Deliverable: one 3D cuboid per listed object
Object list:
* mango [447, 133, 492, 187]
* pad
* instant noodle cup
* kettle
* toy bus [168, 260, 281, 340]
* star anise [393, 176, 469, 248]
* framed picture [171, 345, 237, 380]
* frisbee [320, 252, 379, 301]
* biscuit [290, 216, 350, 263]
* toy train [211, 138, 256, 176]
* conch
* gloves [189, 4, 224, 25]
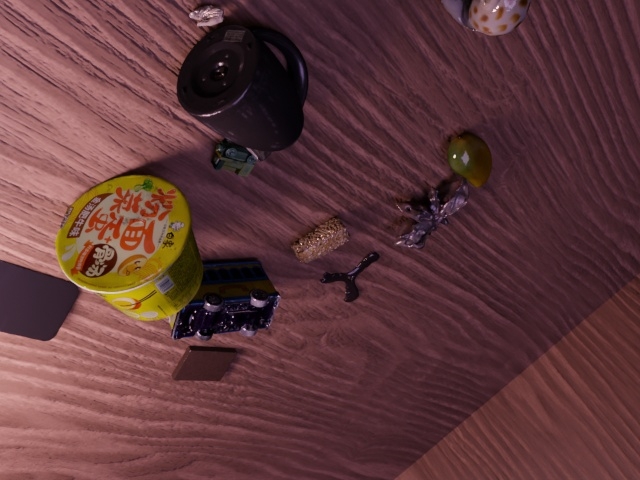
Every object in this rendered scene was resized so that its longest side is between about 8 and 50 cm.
[{"bbox_3d":[0.436,-0.238,2.063,0.191,0.085,0.122,28,82,-47],"label":"mango"},{"bbox_3d":[-0.762,0.205,1.704,0.323,0.055,0.250,-47,138,14],"label":"pad"},{"bbox_3d":[-0.412,0.032,1.617,0.311,0.311,0.221,-28,149,-9],"label":"instant noodle cup"},{"bbox_3d":[-0.127,-0.324,1.536,0.290,0.207,0.268,33,79,-53],"label":"kettle"},{"bbox_3d":[-0.271,0.158,1.898,0.288,0.175,0.138,-2,130,-32],"label":"toy bus"},{"bbox_3d":[0.328,-0.073,2.135,0.258,0.110,0.198,-25,139,-21],"label":"star anise"},{"bbox_3d":[-0.354,0.377,2.173,0.168,0.023,0.128,11,122,-40],"label":"framed picture"},{"bbox_3d":[0.080,0.121,2.227,0.187,0.012,0.211,-2,131,-32],"label":"frisbee"},{"bbox_3d":[0.000,0.000,2.012,0.168,0.070,0.082,-31,136,-1],"label":"biscuit"},{"bbox_3d":[-0.204,-0.198,1.700,0.122,0.050,0.081,9,131,-41],"label":"toy train"},{"bbox_3d":[0.402,-0.571,1.671,0.148,0.183,0.275,-64,148,-14],"label":"conch"},{"bbox_3d":[-0.225,-0.454,1.442,0.081,0.037,0.044,3,102,-23],"label":"gloves"}]
